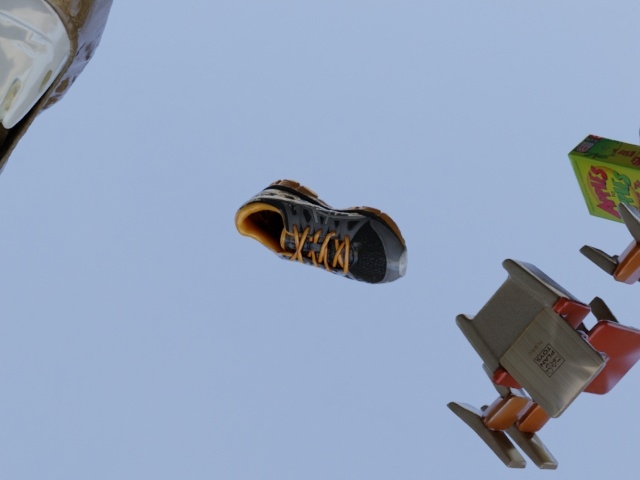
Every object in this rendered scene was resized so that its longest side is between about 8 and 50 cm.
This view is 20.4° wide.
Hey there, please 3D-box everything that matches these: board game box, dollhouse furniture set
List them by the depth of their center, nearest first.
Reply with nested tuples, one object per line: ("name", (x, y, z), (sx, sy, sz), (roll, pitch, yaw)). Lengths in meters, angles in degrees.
("dollhouse furniture set", (0.243, 0.105, 1.660), (0.135, 0.262, 0.259), (47, -163, 28))
("board game box", (0.371, -0.058, 2.006), (0.043, 0.092, 0.181), (-42, -145, -24))

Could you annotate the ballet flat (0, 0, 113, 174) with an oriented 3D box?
("ballet flat", (-0.232, -0.100, 1.182), (0.116, 0.342, 0.124), (29, -135, -15))

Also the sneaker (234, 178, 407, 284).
("sneaker", (0.000, 0.000, 1.894), (0.215, 0.084, 0.083), (20, -153, 36))

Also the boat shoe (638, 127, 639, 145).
("boat shoe", (0.568, -0.130, 2.269), (0.320, 0.118, 0.103), (-1, -166, 7))
